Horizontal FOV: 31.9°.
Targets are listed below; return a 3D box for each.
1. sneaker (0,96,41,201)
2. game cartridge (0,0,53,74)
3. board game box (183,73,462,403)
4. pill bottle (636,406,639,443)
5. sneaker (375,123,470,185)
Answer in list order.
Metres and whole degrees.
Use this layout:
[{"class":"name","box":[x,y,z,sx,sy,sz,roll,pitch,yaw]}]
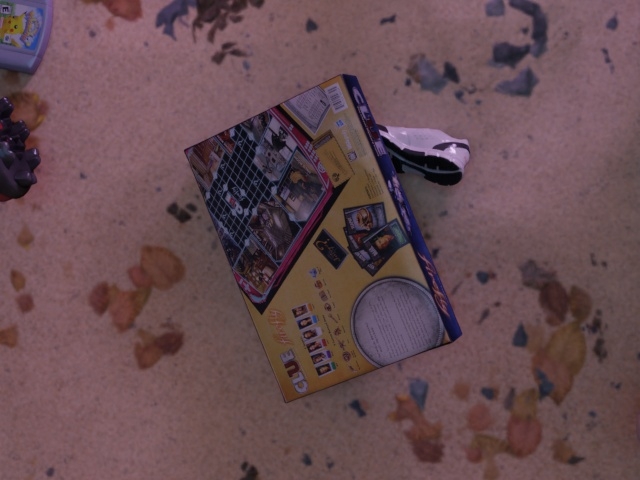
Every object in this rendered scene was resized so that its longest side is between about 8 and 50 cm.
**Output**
[{"class":"sneaker","box":[-0.375,-0.120,1.017,0.276,0.097,0.135,45,95,8]},{"class":"game cartridge","box":[-0.280,-0.200,1.045,0.056,0.017,0.083,12,92,4]},{"class":"board game box","box":[0.000,0.000,0.973,0.165,0.042,0.243,-23,87,21]},{"class":"pill bottle","box":[0.405,0.152,0.870,0.279,0.162,0.162,26,94,8]},{"class":"sneaker","box":[0.081,-0.081,0.986,0.109,0.040,0.043,21,49,18]}]
